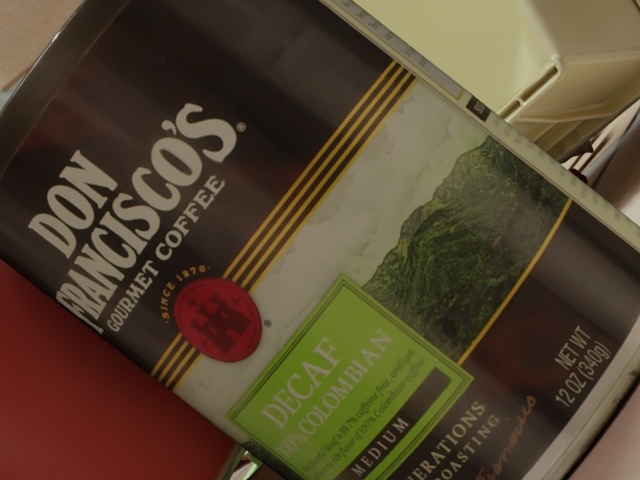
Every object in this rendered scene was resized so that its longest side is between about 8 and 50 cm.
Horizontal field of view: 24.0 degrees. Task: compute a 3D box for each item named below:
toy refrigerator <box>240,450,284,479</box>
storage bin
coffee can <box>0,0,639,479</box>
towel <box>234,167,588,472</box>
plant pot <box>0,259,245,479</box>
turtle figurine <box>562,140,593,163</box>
[{"bbox_3d":[0.051,0.079,0.939,0.269,0.094,0.102,-53,1,-38],"label":"toy refrigerator"},{"bbox_3d":[0.071,-0.156,1.066,0.123,0.262,0.260,-11,-22,-42],"label":"storage bin"},{"bbox_3d":[0.000,0.000,0.706,0.201,0.275,0.201,-52,1,1],"label":"coffee can"},{"bbox_3d":[0.047,0.068,1.178,0.329,0.037,0.237,-38,-3,-17],"label":"towel"},{"bbox_3d":[-0.174,0.103,0.812,0.275,0.243,0.275,-62,-3,-5],"label":"plant pot"},{"bbox_3d":[0.119,-0.054,1.267,0.217,0.087,0.269,-25,-11,9],"label":"turtle figurine"}]
